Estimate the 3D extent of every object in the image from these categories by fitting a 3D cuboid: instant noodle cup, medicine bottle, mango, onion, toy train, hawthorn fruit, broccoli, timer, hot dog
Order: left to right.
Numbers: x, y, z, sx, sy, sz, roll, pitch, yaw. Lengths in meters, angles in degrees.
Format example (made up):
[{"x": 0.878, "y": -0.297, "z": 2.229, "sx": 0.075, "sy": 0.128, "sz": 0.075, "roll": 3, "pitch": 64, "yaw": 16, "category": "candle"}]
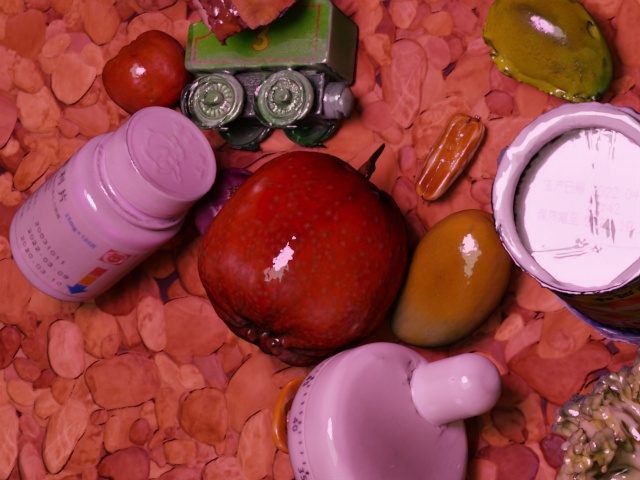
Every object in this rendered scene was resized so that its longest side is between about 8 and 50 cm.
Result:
[{"x": -0.275, "y": -0.046, "z": 1.723, "sx": 0.293, "sy": 0.170, "sz": 0.170, "roll": -34, "pitch": 70, "yaw": 41, "category": "medicine bottle"}, {"x": -0.229, "y": -0.224, "z": 1.801, "sx": 0.140, "sy": 0.125, "sz": 0.125, "roll": 18, "pitch": 92, "yaw": -8, "category": "hawthorn fruit"}, {"x": -0.114, "y": -0.039, "z": 1.739, "sx": 0.115, "sy": 0.104, "sz": 0.115, "roll": 2, "pitch": 58, "yaw": -4, "category": "onion"}, {"x": -0.069, "y": -0.221, "z": 1.718, "sx": 0.243, "sy": 0.132, "sz": 0.188, "roll": 0, "pitch": 79, "yaw": 23, "category": "toy train"}, {"x": 0.000, "y": 0.000, "z": 1.616, "sx": 0.254, "sy": 0.254, "sz": 0.300, "roll": 28, "pitch": 69, "yaw": 25, "category": "hawthorn fruit"}, {"x": 0.085, "y": 0.230, "z": 1.530, "sx": 0.240, "sy": 0.233, "sz": 0.233, "roll": -23, "pitch": 74, "yaw": 46, "category": "timer"}, {"x": 0.162, "y": -0.103, "z": 1.648, "sx": 0.056, "sy": 0.041, "sz": 0.133, "roll": 33, "pitch": 91, "yaw": 24, "category": "hot dog"}, {"x": 0.159, "y": 0.052, "z": 1.599, "sx": 0.194, "sy": 0.092, "sz": 0.130, "roll": -46, "pitch": 70, "yaw": 18, "category": "mango"}, {"x": 0.280, "y": -0.238, "z": 1.575, "sx": 0.178, "sy": 0.100, "sz": 0.119, "roll": 42, "pitch": 138, "yaw": 14, "category": "mango"}, {"x": 0.324, "y": -0.026, "z": 1.410, "sx": 0.284, "sy": 0.312, "sz": 0.284, "roll": -3, "pitch": 84, "yaw": 25, "category": "instant noodle cup"}, {"x": 0.404, "y": 0.227, "z": 1.359, "sx": 0.277, "sy": 0.317, "sz": 0.338, "roll": 46, "pitch": 70, "yaw": -11, "category": "broccoli"}]

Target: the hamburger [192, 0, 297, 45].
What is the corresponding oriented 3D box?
[{"x": -0.073, "y": -0.409, "z": 1.657, "sx": 0.155, "sy": 0.282, "sz": 0.245, "roll": 1, "pitch": 118, "yaw": 47, "category": "hamburger"}]
